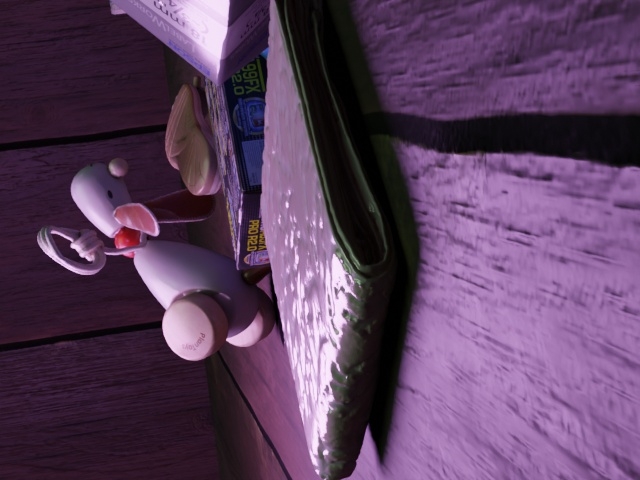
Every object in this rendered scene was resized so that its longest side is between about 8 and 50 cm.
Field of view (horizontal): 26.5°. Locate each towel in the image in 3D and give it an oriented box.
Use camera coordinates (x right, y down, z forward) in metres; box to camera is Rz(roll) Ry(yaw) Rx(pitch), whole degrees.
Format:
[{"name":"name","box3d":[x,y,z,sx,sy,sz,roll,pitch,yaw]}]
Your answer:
[{"name":"towel","box3d":[0.000,0.000,1.186,0.332,0.053,0.317,95,165,-53]}]

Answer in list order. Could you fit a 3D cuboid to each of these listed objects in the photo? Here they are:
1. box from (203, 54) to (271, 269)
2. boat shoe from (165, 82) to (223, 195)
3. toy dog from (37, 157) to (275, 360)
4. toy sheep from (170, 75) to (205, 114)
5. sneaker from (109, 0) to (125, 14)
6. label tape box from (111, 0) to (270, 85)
[{"name":"box","box3d":[-0.090,-0.131,1.615,0.216,0.060,0.270,100,160,-64]},{"name":"boat shoe","box3d":[-0.148,-0.133,1.868,0.285,0.092,0.103,-122,49,-62]},{"name":"toy dog","box3d":[-0.180,0.005,1.769,0.161,0.334,0.220,-49,7,24]},{"name":"toy sheep","box3d":[-0.197,-0.198,2.163,0.091,0.091,0.132,110,156,-72]},{"name":"sneaker","box3d":[-0.215,-0.364,1.785,0.302,0.108,0.121,-170,72,-69]},{"name":"label tape box","box3d":[-0.156,-0.278,1.349,0.240,0.106,0.333,38,163,6]}]
